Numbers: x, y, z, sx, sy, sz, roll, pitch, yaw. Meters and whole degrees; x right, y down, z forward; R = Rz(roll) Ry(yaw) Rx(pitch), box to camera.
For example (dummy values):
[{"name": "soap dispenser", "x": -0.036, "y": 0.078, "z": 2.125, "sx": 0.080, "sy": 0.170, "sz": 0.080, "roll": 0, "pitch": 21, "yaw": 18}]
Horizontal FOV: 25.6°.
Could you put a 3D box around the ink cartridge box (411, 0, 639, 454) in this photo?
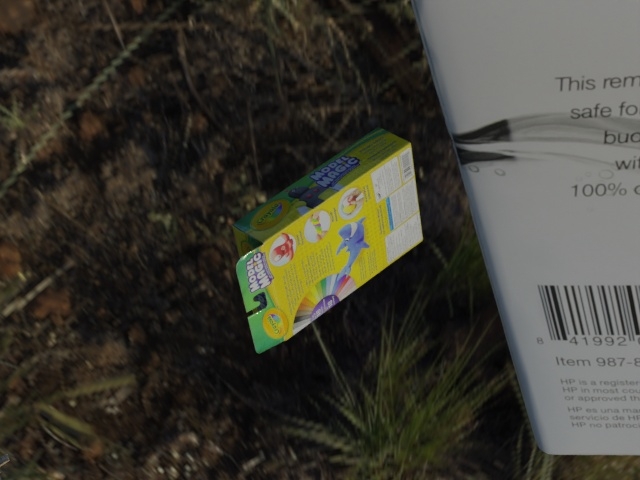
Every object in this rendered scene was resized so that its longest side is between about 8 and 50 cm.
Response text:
[{"name": "ink cartridge box", "x": 0.218, "y": -0.079, "z": 0.681, "sx": 0.285, "sy": 0.395, "sz": 0.166, "roll": -3, "pitch": 43, "yaw": 20}]

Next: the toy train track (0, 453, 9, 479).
[{"name": "toy train track", "x": -0.380, "y": 0.277, "z": 1.638, "sx": 0.048, "sy": 0.014, "sz": 0.083, "roll": -35, "pitch": 55, "yaw": 5}]

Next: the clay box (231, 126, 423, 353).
[{"name": "clay box", "x": 0.000, "y": 0.000, "z": 1.359, "sx": 0.222, "sy": 0.127, "sz": 0.053, "roll": -34, "pitch": 44, "yaw": -26}]
